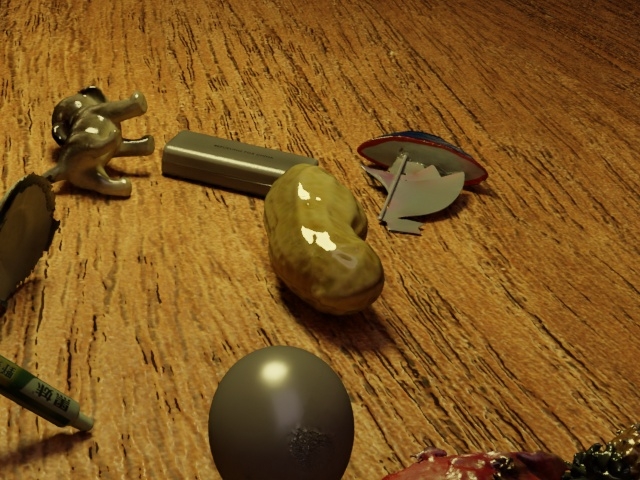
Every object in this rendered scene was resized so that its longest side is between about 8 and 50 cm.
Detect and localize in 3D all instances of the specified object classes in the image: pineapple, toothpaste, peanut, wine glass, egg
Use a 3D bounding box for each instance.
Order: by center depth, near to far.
[{"bbox_3d":[-0.039,0.188,1.144,0.146,0.146,0.198,7,32,-3],"label":"egg"},{"bbox_3d":[-0.316,0.143,1.172,0.204,0.031,0.049,38,29,-27],"label":"toothpaste"},{"bbox_3d":[0.313,0.245,1.204,0.198,0.108,0.108,-9,29,-14],"label":"pineapple"},{"bbox_3d":[-0.524,-0.048,1.453,0.357,0.190,0.190,19,27,11],"label":"wine glass"},{"bbox_3d":[0.000,0.000,1.569,0.147,0.147,0.305,4,29,-10],"label":"peanut"}]

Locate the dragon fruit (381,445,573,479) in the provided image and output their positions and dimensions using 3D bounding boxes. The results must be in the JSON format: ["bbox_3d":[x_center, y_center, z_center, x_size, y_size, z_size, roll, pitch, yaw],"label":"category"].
[{"bbox_3d":[0.127,0.270,0.953,0.282,0.211,0.147,-16,20,-3],"label":"dragon fruit"}]

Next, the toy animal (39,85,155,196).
[{"bbox_3d":[-0.353,-0.157,1.819,0.169,0.121,0.233,-7,35,5],"label":"toy animal"}]

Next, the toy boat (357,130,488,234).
[{"bbox_3d":[0.180,-0.101,1.922,0.219,0.072,0.318,1,29,-10],"label":"toy boat"}]

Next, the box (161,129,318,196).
[{"bbox_3d":[-0.131,-0.121,1.873,0.244,0.055,0.103,14,26,9],"label":"box"}]
